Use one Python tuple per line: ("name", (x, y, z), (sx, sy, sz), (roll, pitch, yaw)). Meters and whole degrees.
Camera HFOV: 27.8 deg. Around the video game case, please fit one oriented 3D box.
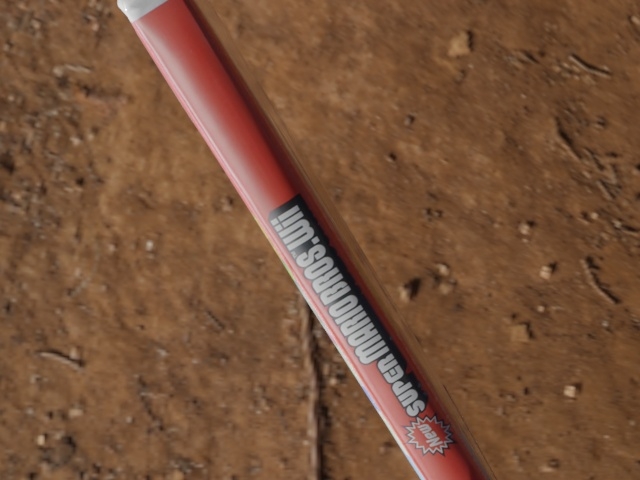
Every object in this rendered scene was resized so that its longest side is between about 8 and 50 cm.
("video game case", (0.000, 0.000, 0.555), (0.025, 0.204, 0.285), (-31, 110, 2))
